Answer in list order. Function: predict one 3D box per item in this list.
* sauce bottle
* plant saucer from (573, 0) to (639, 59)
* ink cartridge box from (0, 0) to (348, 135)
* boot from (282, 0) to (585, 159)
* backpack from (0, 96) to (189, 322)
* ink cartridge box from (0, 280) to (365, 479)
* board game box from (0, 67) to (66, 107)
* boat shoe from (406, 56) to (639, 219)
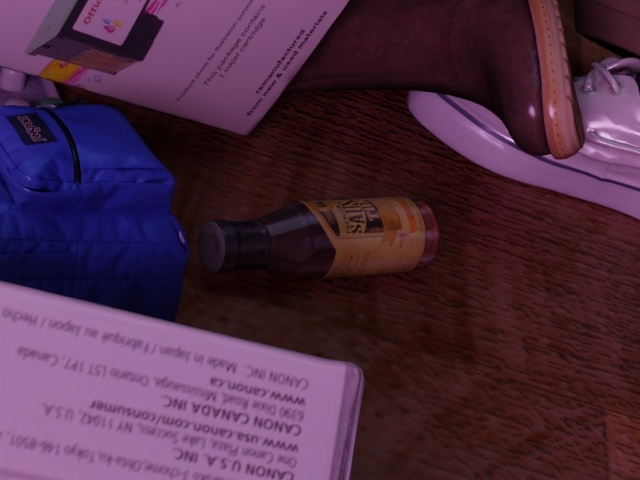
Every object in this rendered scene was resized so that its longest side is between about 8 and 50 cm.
[{"bbox_3d":[0.000,0.000,0.841,0.128,0.042,0.042,-5,36,-36],"label":"sauce bottle"},{"bbox_3d":[0.283,-0.105,1.105,0.278,0.041,0.278,24,8,-4],"label":"plant saucer"},{"bbox_3d":[-0.144,-0.178,0.863,0.201,0.117,0.278,48,20,30],"label":"ink cartridge box"},{"bbox_3d":[0.034,-0.102,0.972,0.207,0.090,0.248,-16,37,2],"label":"boot"},{"bbox_3d":[-0.129,-0.007,0.720,0.120,0.101,0.098,-5,29,-30],"label":"backpack"},{"bbox_3d":[-0.157,0.049,0.548,0.275,0.060,0.239,15,-16,-18],"label":"ink cartridge box"},{"bbox_3d":[-0.331,-0.129,0.868,0.390,0.050,0.390,3,31,-25],"label":"board game box"},{"bbox_3d":[0.183,-0.071,1.024,0.258,0.084,0.095,19,29,2],"label":"boat shoe"}]
